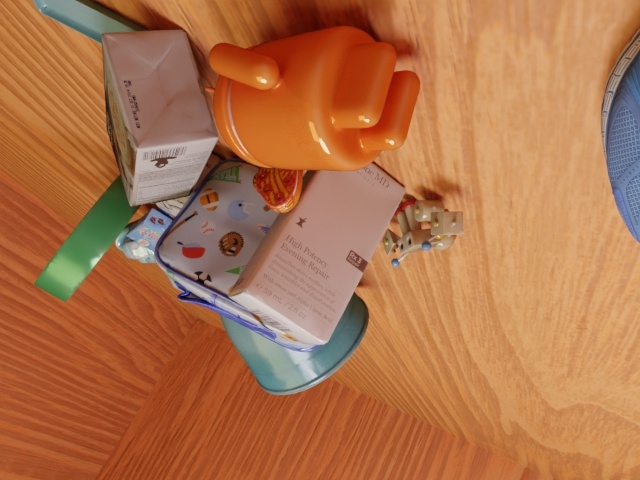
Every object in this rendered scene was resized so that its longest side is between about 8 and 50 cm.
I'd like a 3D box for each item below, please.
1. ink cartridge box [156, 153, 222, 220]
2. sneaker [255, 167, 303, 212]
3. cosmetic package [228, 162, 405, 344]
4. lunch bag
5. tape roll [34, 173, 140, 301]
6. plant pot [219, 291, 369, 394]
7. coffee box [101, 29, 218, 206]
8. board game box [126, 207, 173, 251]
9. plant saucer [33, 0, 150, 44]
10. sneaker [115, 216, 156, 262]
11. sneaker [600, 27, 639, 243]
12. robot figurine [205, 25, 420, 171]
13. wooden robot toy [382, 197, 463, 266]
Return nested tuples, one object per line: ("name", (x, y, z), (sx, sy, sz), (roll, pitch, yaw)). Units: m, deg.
("ink cartridge box", (-0.244, -0.094, 0.882), (0.148, 0.086, 0.203), (25, 159, 12))
("sneaker", (-0.044, -0.089, 0.589), (0.064, 0.175, 0.067), (-31, 128, 15))
("cosmetic package", (0.000, 0.000, 0.583), (0.117, 0.231, 0.085), (35, 158, -15))
("lunch bag", (-0.091, 0.022, 0.732), (0.303, 0.243, 0.115), (24, 158, 11))
("tape roll", (-0.516, -0.013, 1.086), (0.077, 0.321, 0.321), (38, 157, -21))
("plant pot", (-0.084, 0.110, 0.925), (0.271, 0.272, 0.255), (-1, 129, 53))
("coffee box", (-0.225, -0.149, 0.640), (0.246, 0.098, 0.141), (-25, 82, 65))
("board game box", (-0.299, 0.017, 1.023), (0.211, 0.039, 0.160), (34, 153, -25))
("plant saucer", (-0.296, -0.287, 0.616), (0.192, 0.018, 0.067), (27, 158, 4))
("sneaker", (-0.410, 0.013, 1.200), (0.366, 0.150, 0.135), (2, 119, 49))
("sneaker", (0.219, -0.078, 0.251), (0.129, 0.147, 0.330), (17, 156, 29))
("robot figurine", (-0.018, -0.132, 0.457), (0.219, 0.158, 0.128), (9, 118, 42))
("wooden robot toy", (0.147, -0.016, 0.625), (0.079, 0.076, 0.173), (-2, 165, -17))
